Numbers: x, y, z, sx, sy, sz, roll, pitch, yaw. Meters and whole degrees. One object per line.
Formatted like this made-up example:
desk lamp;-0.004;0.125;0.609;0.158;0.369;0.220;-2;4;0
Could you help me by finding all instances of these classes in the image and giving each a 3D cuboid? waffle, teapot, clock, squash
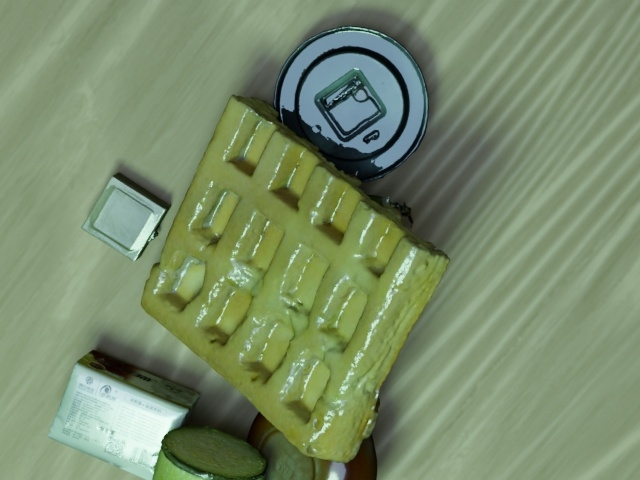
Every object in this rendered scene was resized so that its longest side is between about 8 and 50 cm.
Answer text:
waffle;-0.040;0.045;1.679;0.348;0.077;0.304;39;112;30
teapot;-0.007;0.280;1.783;0.178;0.135;0.252;50;123;33
clock;0.038;-0.160;1.735;0.185;0.040;0.184;1;99;9
squash;-0.150;0.355;1.745;0.132;0.132;0.247;15;106;5

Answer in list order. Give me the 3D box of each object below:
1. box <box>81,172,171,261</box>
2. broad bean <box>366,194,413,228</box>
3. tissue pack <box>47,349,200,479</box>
box;-0.233;-0.028;1.797;0.083;0.035;0.079;33;102;0
broad bean;-0.001;-0.005;1.770;0.227;0.039;0.069;-22;102;10
tissue pack;-0.238;0.213;1.807;0.149;0.099;0.106;23;100;3
